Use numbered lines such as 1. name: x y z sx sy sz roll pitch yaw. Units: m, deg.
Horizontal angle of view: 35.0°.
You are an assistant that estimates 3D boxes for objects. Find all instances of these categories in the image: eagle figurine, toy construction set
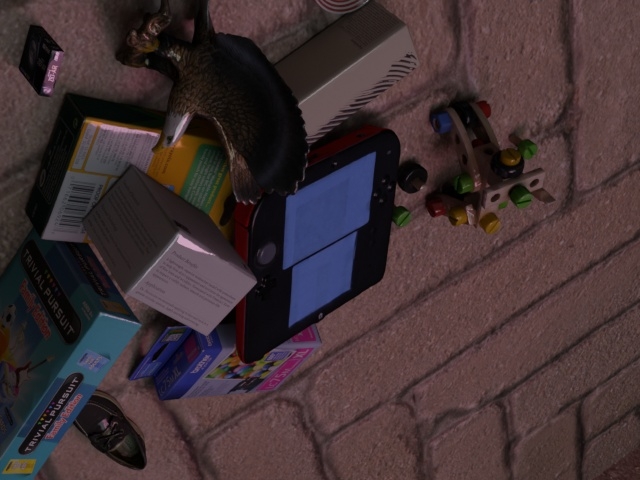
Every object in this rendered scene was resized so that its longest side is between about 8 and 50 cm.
1. eagle figurine: -0.146 -0.195 1.425 0.298 0.226 0.225 34 123 -13
2. toy construction set: 0.332 -0.100 1.882 0.308 0.237 0.258 0 122 -38

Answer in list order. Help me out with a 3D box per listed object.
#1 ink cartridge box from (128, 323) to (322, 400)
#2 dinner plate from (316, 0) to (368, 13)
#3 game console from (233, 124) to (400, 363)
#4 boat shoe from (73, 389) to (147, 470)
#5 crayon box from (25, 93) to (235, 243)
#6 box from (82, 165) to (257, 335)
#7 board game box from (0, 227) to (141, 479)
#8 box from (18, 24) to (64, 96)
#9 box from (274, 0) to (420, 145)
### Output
1. ink cartridge box: -0.171 0.218 1.843 0.311 0.065 0.186 4 143 -37
2. dinner plate: 0.041 -0.419 1.565 0.141 0.017 0.141 -21 134 -23
3. game console: 0.000 0.000 1.743 0.386 0.060 0.342 -29 130 -41
4. boat shoe: -0.373 0.344 1.821 0.080 0.073 0.224 -38 138 -6
5. crayon box: -0.260 -0.091 1.550 0.322 0.083 0.203 7 118 -40
6. box: -0.218 0.016 1.471 0.119 0.182 0.181 -47 138 7
7. board game box: -0.432 0.171 1.503 0.079 0.254 0.336 24 106 -45
8. box: -0.370 -0.238 1.345 0.018 0.083 0.067 2 122 -40
9. box: 0.014 -0.256 1.608 0.275 0.113 0.094 -36 139 -6
